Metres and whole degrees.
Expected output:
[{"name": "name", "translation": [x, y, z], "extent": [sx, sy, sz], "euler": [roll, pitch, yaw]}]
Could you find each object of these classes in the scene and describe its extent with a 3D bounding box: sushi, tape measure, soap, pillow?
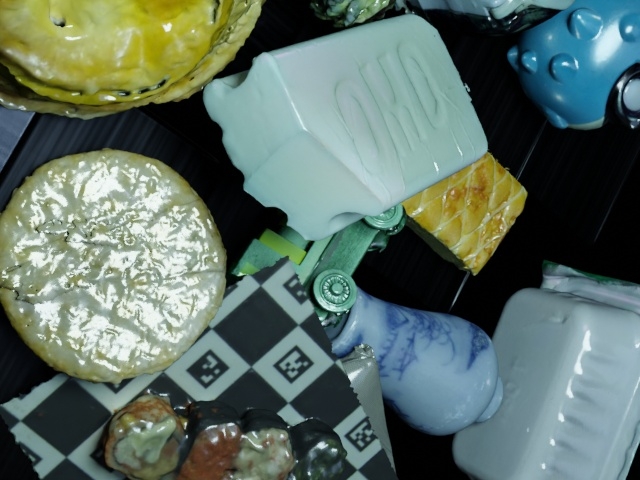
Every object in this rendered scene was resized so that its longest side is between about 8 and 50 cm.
[{"name": "sushi", "translation": [-0.095, 0.230, 1.106], "extent": [0.320, 0.069, 0.339], "euler": [-27, 118, -7]}, {"name": "tape measure", "translation": [0.197, -0.299, 1.202], "extent": [0.181, 0.182, 0.107], "euler": [-52, 128, -19]}, {"name": "soap", "translation": [0.037, -0.113, 1.078], "extent": [0.289, 0.095, 0.173], "euler": [-28, 93, -52]}, {"name": "pillow", "translation": [0.011, 0.241, 1.228], "extent": [0.169, 0.059, 0.255], "euler": [-14, 121, 1]}]

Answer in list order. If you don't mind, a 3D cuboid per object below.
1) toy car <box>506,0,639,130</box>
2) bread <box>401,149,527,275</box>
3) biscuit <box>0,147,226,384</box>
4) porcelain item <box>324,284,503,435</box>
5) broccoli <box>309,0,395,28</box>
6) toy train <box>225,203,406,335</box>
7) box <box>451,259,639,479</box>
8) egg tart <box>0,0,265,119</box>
[{"name": "toy car", "translation": [0.331, -0.258, 1.317], "extent": [0.190, 0.188, 0.255], "euler": [39, 89, -30]}, {"name": "bread", "translation": [0.151, -0.055, 1.303], "extent": [0.188, 0.068, 0.125], "euler": [38, 78, -39]}, {"name": "biscuit", "translation": [-0.191, 0.023, 1.022], "extent": [0.219, 0.033, 0.220], "euler": [1, 87, -17]}, {"name": "porcelain item", "translation": [0.105, 0.138, 1.283], "extent": [0.259, 0.141, 0.141], "euler": [28, 84, -33]}, {"name": "broccoli", "translation": [0.121, -0.311, 1.089], "extent": [0.304, 0.145, 0.165], "euler": [-14, 84, -4]}, {"name": "toy train", "translation": [0.000, 0.000, 1.170], "extent": [0.132, 0.083, 0.200], "euler": [32, 64, 0]}, {"name": "box", "translation": [0.268, 0.188, 1.354], "extent": [0.106, 0.264, 0.337], "euler": [24, 87, -27]}, {"name": "egg tart", "translation": [-0.177, -0.212, 0.881], "extent": [0.341, 0.129, 0.341], "euler": [-13, 139, -12]}]
